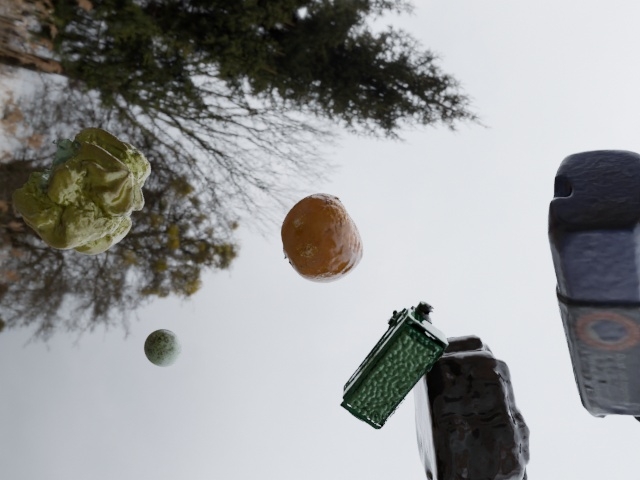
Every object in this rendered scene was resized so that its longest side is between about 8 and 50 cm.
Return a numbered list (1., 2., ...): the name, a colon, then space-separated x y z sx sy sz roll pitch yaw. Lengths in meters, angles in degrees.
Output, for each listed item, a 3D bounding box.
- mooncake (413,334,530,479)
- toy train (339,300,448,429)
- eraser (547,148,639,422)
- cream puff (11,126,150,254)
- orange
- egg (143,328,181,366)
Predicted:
1. mooncake: 0.317 0.392 1.240 0.381 0.213 0.350 -93 172 -75
2. toy train: 0.153 0.248 1.155 0.269 0.115 0.154 -54 -175 12
3. eraser: 0.341 0.061 0.655 0.102 0.332 0.155 -1 -138 33
4. cream puff: -0.370 -0.084 0.929 0.195 0.195 0.220 -41 -154 40
5. orange: 0.000 0.000 1.172 0.161 0.193 0.193 -21 -121 13
6. egg: -0.371 0.257 1.336 0.085 0.110 0.085 -8 -132 9
